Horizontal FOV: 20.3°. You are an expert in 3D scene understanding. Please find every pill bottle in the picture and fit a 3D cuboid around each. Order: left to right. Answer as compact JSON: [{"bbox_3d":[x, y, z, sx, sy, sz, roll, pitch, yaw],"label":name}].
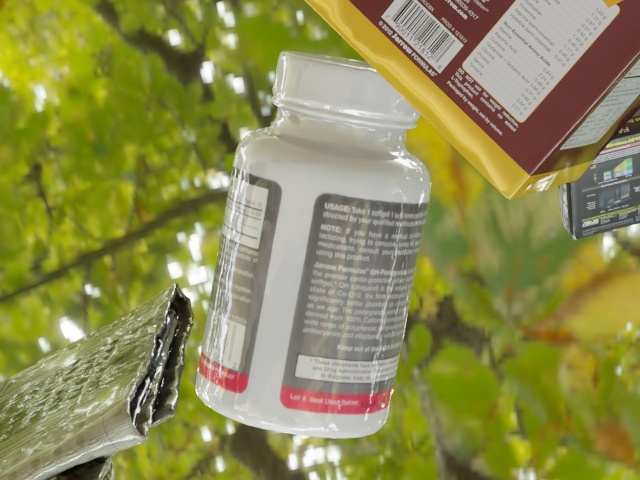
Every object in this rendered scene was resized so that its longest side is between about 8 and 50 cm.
[{"bbox_3d":[0.000,0.000,1.571,0.176,0.176,0.318,13,-81,15],"label":"pill bottle"}]

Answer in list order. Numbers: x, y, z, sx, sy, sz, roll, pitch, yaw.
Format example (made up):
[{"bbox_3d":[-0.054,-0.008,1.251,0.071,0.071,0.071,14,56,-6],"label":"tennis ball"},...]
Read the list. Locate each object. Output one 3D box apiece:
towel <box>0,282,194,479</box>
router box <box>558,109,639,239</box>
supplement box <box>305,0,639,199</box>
[{"bbox_3d":[-0.231,0.162,1.260,0.324,0.056,0.312,-30,-169,9],"label":"towel"},{"bbox_3d":[0.243,-0.059,1.373,0.122,0.092,0.038,-14,-138,-5],"label":"router box"},{"bbox_3d":[0.126,-0.163,1.046,0.191,0.129,0.194,46,-67,13],"label":"supplement box"}]
